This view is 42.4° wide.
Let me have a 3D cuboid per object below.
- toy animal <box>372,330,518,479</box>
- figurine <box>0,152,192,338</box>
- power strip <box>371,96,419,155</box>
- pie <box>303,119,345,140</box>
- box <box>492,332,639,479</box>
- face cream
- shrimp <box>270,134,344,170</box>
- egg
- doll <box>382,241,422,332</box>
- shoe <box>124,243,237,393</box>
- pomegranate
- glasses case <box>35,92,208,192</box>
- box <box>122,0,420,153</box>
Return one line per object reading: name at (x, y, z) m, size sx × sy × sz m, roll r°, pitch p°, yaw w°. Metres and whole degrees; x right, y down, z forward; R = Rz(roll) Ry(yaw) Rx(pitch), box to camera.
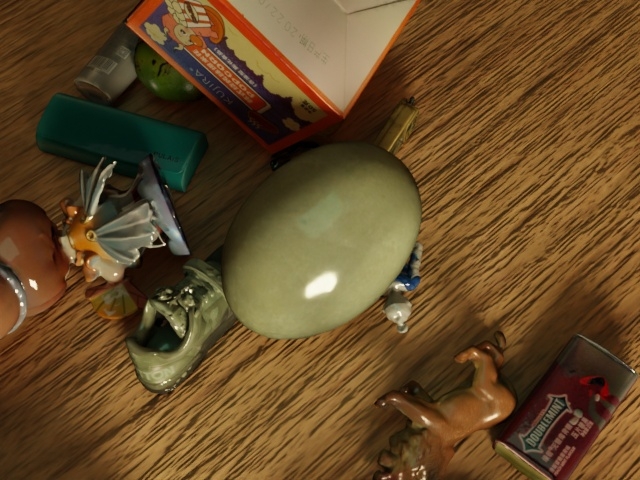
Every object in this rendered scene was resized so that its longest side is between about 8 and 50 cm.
toy animal at (0.198, 0.265, 1.251) m, size 0.312 × 0.097 × 0.158 m, roll -26°, pitch 76°, yaw -14°
figurine at (-0.420, 0.006, 1.323) m, size 0.388 × 0.248 × 0.277 m, roll -20°, pitch 70°, yaw -6°
power strip at (0.103, -0.145, 1.483) m, size 0.044 × 0.064 × 0.305 m, roll 27°, pitch 66°, yaw 13°
pie at (-0.043, -0.230, 1.553) m, size 0.170 × 0.034 × 0.092 m, roll 21°, pitch 66°, yaw 5°
box at (0.372, 0.261, 1.251) m, size 0.120 × 0.069 × 0.224 m, roll 38°, pitch 70°, yaw 19°
face cream at (-0.369, -0.383, 1.624) m, size 0.107 × 0.073 × 0.269 m, roll 25°, pitch 65°, yaw 15°
shrimp at (-0.030, -0.105, 1.474) m, size 0.152 × 0.046 × 0.219 m, roll 21°, pitch 66°, yaw 12°
egg at (0.000, 0.000, 1.284) m, size 0.352 × 0.258 × 0.258 m, roll -38°, pitch 66°, yaw -2°
doll at (0.119, 0.052, 1.381) m, size 0.114 × 0.057 × 0.227 m, roll -10°, pitch 57°, yaw 14°
shoe at (-0.202, 0.098, 1.314) m, size 0.109 × 0.149 × 0.293 m, roll 26°, pitch 66°, yaw 16°
pomegranate at (-0.264, -0.360, 1.530) m, size 0.180 × 0.210 × 0.180 m, roll -4°, pitch 57°, yaw 7°
glasses case at (-0.369, -0.187, 1.522) m, size 0.301 × 0.070 × 0.117 m, roll 16°, pitch 64°, yaw 9°
box at (-0.076, -0.392, 1.397) m, size 0.348 × 0.257 × 0.319 m, roll 40°, pitch 64°, yaw -20°
